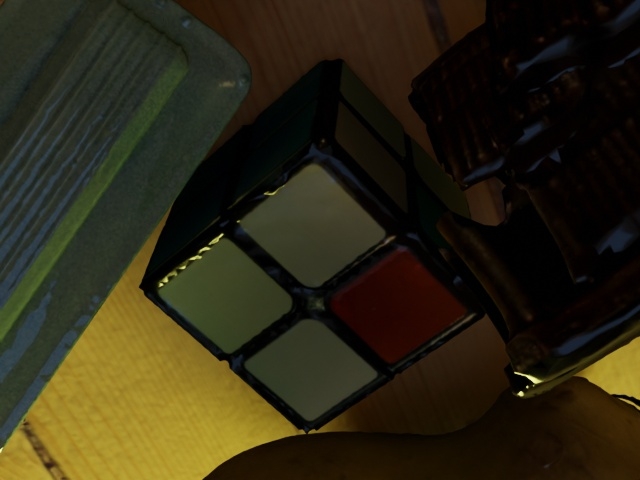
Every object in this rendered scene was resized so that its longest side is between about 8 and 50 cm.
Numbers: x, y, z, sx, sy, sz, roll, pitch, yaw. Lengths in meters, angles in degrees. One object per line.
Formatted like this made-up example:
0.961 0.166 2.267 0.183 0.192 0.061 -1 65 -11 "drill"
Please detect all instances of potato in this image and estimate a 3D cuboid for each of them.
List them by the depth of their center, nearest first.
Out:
0.045 0.248 0.765 0.296 0.290 0.397 28 119 -11 "potato"

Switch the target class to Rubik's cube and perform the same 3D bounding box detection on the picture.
0.000 0.001 0.700 0.183 0.167 0.180 -35 112 22 "Rubik's cube"

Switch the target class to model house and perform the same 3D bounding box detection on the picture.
0.205 -0.102 0.620 0.317 0.297 0.283 -38 72 19 "model house"

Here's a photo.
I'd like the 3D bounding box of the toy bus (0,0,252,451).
-0.197 -0.033 0.636 0.152 0.190 0.312 35 91 -17 "toy bus"
